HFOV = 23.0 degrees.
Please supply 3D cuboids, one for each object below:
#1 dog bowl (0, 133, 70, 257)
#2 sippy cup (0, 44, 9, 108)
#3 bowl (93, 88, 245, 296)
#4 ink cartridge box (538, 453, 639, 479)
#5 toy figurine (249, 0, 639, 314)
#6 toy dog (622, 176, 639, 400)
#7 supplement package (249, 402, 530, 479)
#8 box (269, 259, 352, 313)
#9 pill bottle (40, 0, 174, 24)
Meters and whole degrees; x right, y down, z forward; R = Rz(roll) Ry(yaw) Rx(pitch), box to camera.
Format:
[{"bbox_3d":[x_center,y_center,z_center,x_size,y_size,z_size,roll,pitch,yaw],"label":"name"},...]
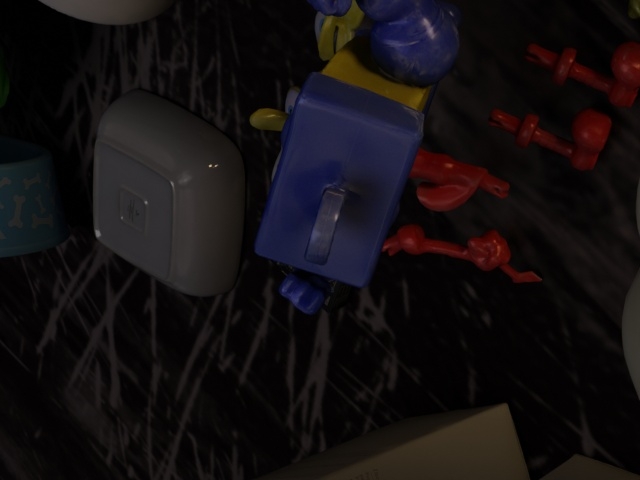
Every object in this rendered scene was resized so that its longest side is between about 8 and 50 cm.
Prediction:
[{"bbox_3d":[-0.338,-0.053,1.338,0.297,0.166,0.074,15,109,42],"label":"dog bowl"},{"bbox_3d":[-0.345,-0.215,1.187,0.305,0.240,0.224,139,137,-57],"label":"sippy cup"},{"bbox_3d":[-0.124,-0.031,1.197,0.142,0.053,0.142,29,127,34],"label":"bowl"},{"bbox_3d":[0.150,0.264,0.971,0.093,0.154,0.212,14,119,42],"label":"ink cartridge box"},{"bbox_3d":[0.058,-0.068,0.815,0.191,0.217,0.362,25,131,5],"label":"toy figurine"},{"bbox_3d":[0.347,0.063,0.590,0.408,0.284,0.395,-10,102,43],"label":"toy dog"},{"bbox_3d":[0.043,0.182,1.021,0.105,0.179,0.105,-18,88,50],"label":"supplement package"},{"bbox_3d":[0.000,0.000,1.105,0.067,0.018,0.083,41,134,25],"label":"box"},{"bbox_3d":[-0.099,-0.275,0.965,0.161,0.161,0.283,51,138,16],"label":"pill bottle"}]
